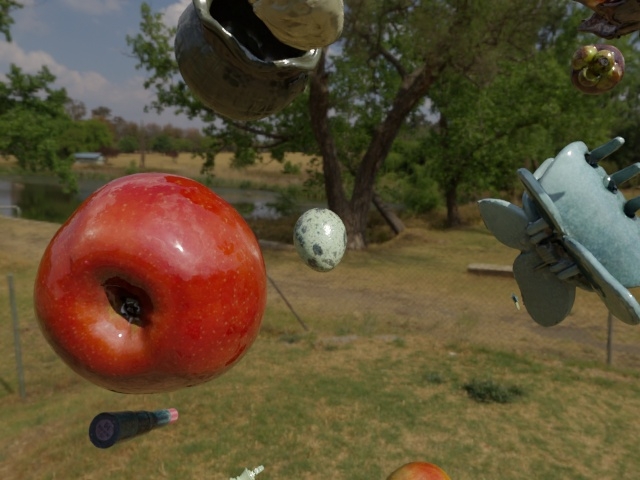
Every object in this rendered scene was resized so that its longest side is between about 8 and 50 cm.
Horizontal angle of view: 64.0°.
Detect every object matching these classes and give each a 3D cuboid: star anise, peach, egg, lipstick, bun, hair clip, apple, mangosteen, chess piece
[{"bbox_3d":[0.484,-0.333,0.706,0.288,0.088,0.288,8,-2,0],"label":"star anise"},{"bbox_3d":[0.255,0.700,1.332,0.230,0.231,0.231,2,8,0],"label":"peach"},{"bbox_3d":[0.000,0.000,1.262,0.132,0.172,0.132,-7,-35,-5],"label":"egg"},{"bbox_3d":[-0.314,0.315,0.896,0.053,0.054,0.234,3,-12,9],"label":"lipstick"},{"bbox_3d":[-0.050,-0.362,0.771,0.183,0.102,0.183,43,-5,5],"label":"bun"},{"bbox_3d":[0.509,-0.024,0.994,0.238,0.318,0.392,-30,-11,-4],"label":"hair clip"},{"bbox_3d":[-0.190,0.056,0.602,0.260,0.261,0.216,2,8,2],"label":"apple"},{"bbox_3d":[0.825,-0.505,1.538,0.155,0.146,0.181,19,41,18],"label":"mangosteen"},{"bbox_3d":[-0.185,0.529,1.093,0.149,0.059,0.059,-29,18,-15],"label":"chess piece"}]

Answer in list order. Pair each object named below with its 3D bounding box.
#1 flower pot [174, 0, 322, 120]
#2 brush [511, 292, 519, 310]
[{"bbox_3d":[-0.136,-0.402,1.036,0.301,0.302,0.213,-3,-18,-30],"label":"flower pot"},{"bbox_3d":[0.581,0.183,1.518,0.013,0.016,0.084,-6,-39,32],"label":"brush"}]
